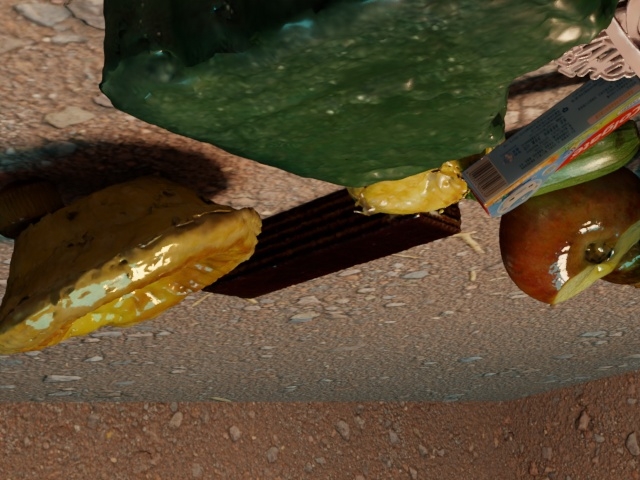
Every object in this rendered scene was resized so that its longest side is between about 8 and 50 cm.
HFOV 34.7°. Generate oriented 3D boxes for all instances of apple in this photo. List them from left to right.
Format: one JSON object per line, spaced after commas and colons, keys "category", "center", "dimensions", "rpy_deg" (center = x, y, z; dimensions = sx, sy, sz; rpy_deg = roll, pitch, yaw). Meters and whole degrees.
{"category": "apple", "center": [0.302, -0.017, 1.239], "dimensions": [0.195, 0.160, 0.173], "rpy_deg": [-49, 176, 17]}

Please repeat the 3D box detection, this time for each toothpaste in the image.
{"category": "toothpaste", "center": [0.236, -0.099, 1.026], "dimensions": [0.193, 0.044, 0.070], "rpy_deg": [-36, 159, 6]}

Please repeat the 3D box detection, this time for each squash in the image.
{"category": "squash", "center": [0.250, -0.088, 1.154], "dimensions": [0.219, 0.077, 0.068], "rpy_deg": [-15, 120, 32]}

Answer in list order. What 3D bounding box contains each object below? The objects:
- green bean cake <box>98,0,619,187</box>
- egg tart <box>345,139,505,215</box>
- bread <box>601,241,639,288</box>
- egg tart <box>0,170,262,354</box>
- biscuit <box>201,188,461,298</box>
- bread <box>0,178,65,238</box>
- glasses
{"category": "green bean cake", "center": [0.048, -0.160, 0.682], "dimensions": [0.300, 0.169, 0.308], "rpy_deg": [-14, 162, 30]}
{"category": "egg tart", "center": [0.098, -0.086, 1.088], "dimensions": [0.212, 0.090, 0.212], "rpy_deg": [-7, 159, -3]}
{"category": "bread", "center": [0.465, 0.015, 1.517], "dimensions": [0.172, 0.103, 0.132], "rpy_deg": [11, 156, -43]}
{"category": "egg tart", "center": [-0.229, 0.019, 1.144], "dimensions": [0.341, 0.132, 0.341], "rpy_deg": [-25, 174, -3]}
{"category": "biscuit", "center": [0.000, 0.000, 1.351], "dimensions": [0.388, 0.073, 0.107], "rpy_deg": [-18, 158, 36]}
{"category": "bread", "center": [-0.327, -0.040, 1.131], "dimensions": [0.085, 0.053, 0.085], "rpy_deg": [-23, 175, -2]}
{"category": "glasses", "center": [0.251, -0.165, 0.870], "dimensions": [0.162, 0.095, 0.255], "rpy_deg": [-11, 163, 43]}
